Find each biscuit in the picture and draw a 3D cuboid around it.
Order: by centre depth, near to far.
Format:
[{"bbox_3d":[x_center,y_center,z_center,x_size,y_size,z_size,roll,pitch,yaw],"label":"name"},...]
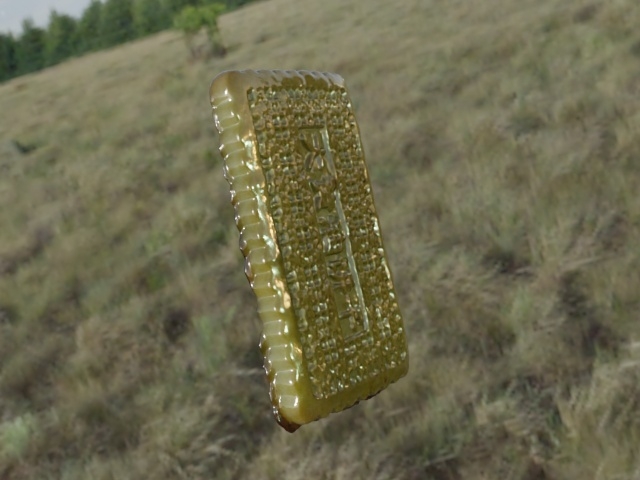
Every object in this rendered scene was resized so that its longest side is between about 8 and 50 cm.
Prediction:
[{"bbox_3d":[0.000,0.000,0.788,0.029,0.255,0.172,-12,1,32],"label":"biscuit"}]
